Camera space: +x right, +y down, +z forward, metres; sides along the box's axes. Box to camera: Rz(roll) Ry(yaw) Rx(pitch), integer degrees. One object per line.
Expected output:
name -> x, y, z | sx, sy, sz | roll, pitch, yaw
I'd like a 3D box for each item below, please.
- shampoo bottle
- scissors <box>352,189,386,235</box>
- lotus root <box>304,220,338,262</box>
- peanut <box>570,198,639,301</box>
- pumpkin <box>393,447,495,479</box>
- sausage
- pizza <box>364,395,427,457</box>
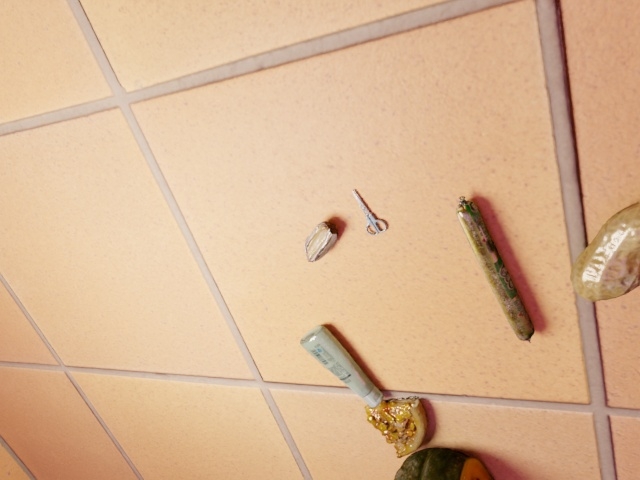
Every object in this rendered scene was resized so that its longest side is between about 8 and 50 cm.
shampoo bottle -> 0.046, 0.242, 1.050 | 0.191, 0.041, 0.069 | 46, 125, -10
scissors -> 0.072, -0.044, 0.857 | 0.036, 0.006, 0.083 | -21, 112, 34
lotus root -> 0.002, 0.000, 0.908 | 0.037, 0.030, 0.083 | 55, 132, 22
peanut -> 0.384, 0.014, 0.695 | 0.080, 0.080, 0.174 | 26, 131, 8
pumpkin -> 0.261, 0.530, 1.050 | 0.139, 0.190, 0.280 | -24, 111, 36
sausage -> 0.258, 0.049, 0.812 | 0.033, 0.033, 0.269 | -17, 114, 35
pizza -> 0.146, 0.358, 1.084 | 0.131, 0.041, 0.178 | 29, 131, 7
